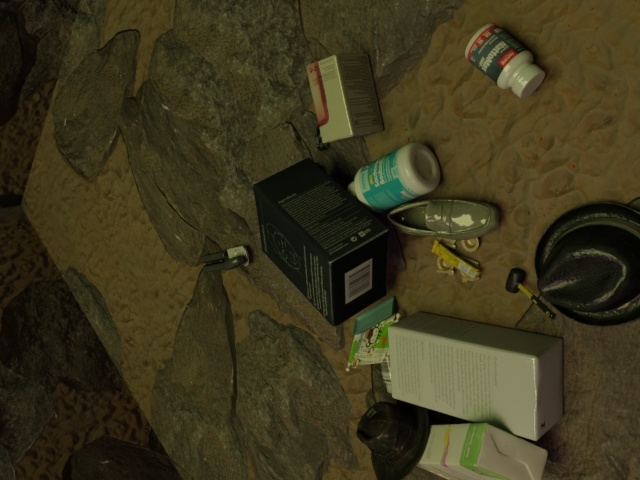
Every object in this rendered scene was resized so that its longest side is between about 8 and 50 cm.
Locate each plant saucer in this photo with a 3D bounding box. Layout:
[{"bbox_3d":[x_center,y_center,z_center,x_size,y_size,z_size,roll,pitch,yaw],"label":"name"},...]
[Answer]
[{"bbox_3d":[0.169,0.239,2.188,0.018,0.067,0.192,31,138,-23],"label":"plant saucer"}]

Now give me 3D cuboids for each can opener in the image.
[{"bbox_3d":[-0.373,0.077,2.626,0.283,0.095,0.075,-12,93,45],"label":"can opener"}]

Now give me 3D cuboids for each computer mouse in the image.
[{"bbox_3d":[-0.010,-0.253,2.229,0.071,0.041,0.242,42,124,48],"label":"computer mouse"}]

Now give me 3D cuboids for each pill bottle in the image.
[{"bbox_3d":[0.226,0.398,2.160,0.078,0.078,0.137,-6,99,44],"label":"pill bottle"},{"bbox_3d":[0.196,-0.166,1.973,0.264,0.146,0.146,-23,86,45],"label":"pill bottle"},{"bbox_3d":[0.446,-0.429,1.683,0.180,0.108,0.108,48,130,22],"label":"pill bottle"}]

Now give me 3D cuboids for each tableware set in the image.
[{"bbox_3d":[0.381,0.034,1.945,0.141,0.020,0.168,10,109,42],"label":"tableware set"}]

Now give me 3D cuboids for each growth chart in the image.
[{"bbox_3d":[0.165,0.312,2.170,0.237,0.021,0.171,-27,44,53],"label":"growth chart"}]

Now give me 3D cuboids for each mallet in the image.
[{"bbox_3d":[0.534,0.132,1.766,0.189,0.039,0.062,-134,46,-60],"label":"mallet"}]

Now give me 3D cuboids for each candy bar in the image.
[{"bbox_3d":[0.373,0.055,1.932,0.161,0.018,0.040,36,129,29],"label":"candy bar"}]

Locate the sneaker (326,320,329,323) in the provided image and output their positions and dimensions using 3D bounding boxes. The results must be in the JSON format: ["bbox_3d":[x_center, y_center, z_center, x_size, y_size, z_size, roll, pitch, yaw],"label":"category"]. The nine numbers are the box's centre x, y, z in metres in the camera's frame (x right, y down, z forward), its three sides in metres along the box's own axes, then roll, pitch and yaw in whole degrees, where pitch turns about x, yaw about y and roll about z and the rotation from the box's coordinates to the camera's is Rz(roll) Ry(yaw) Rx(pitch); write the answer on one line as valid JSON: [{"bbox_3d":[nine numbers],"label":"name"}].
[{"bbox_3d":[0.072,0.177,2.240,0.090,0.081,0.232,25,118,44],"label":"sneaker"}]

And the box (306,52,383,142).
[{"bbox_3d":[0.071,-0.410,2.018,0.127,0.149,0.232,-7,97,45],"label":"box"}]

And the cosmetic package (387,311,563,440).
[{"bbox_3d":[0.413,0.353,1.908,0.453,0.162,0.230,8,108,42],"label":"cosmetic package"}]

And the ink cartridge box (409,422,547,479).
[{"bbox_3d":[0.414,0.588,1.901,0.207,0.119,0.353,27,156,-14],"label":"ink cartridge box"}]

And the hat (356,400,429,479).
[{"bbox_3d":[0.189,0.572,2.081,0.134,0.331,0.331,23,129,-14],"label":"hat"}]

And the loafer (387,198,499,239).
[{"bbox_3d":[0.327,-0.058,1.894,0.320,0.111,0.112,-4,80,43],"label":"loafer"}]

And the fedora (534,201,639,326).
[{"bbox_3d":[0.627,0.072,1.628,0.334,0.153,0.333,14,111,41],"label":"fedora"}]

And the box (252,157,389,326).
[{"bbox_3d":[0.000,0.000,2.069,0.395,0.212,0.293,44,153,34],"label":"box"}]
